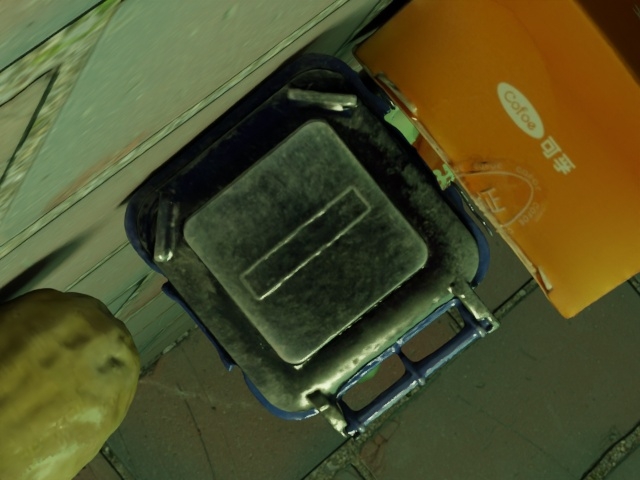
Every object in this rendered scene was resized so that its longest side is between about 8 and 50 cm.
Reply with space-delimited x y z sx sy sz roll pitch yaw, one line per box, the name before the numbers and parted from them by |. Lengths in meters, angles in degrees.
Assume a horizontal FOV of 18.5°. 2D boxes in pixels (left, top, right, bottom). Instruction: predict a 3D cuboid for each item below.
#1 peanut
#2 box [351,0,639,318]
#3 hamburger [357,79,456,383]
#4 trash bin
peanut | -0.196 0.114 1.002 0.263 0.101 0.117 -38 158 -42
box | 0.190 -0.115 1.301 0.143 0.225 0.341 -39 179 28
hamburger | 0.020 -0.033 1.545 0.260 0.150 0.276 -68 179 -57
trash bin | 0.000 0.000 1.154 0.162 0.184 0.234 -38 -176 2
